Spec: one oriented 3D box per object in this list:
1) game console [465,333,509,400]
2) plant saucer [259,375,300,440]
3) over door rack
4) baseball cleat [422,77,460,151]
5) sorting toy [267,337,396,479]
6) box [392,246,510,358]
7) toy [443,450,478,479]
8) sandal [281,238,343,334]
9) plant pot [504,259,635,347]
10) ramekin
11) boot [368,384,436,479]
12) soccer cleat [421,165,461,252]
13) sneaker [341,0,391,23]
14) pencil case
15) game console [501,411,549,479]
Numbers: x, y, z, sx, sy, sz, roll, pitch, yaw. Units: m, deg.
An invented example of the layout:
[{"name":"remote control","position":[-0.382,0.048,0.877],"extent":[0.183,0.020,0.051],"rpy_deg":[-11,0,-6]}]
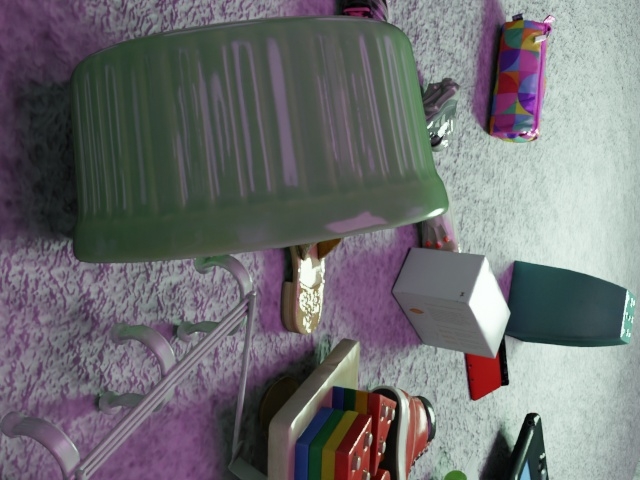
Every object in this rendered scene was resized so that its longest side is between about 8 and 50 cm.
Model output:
[{"name":"game console","position":[0.331,0.228,1.448],"extent":[0.124,0.085,0.144],"rpy_deg":[-86,166,-64]},{"name":"plant saucer","position":[-0.051,0.206,0.877],"extent":[0.083,0.015,0.083],"rpy_deg":[-12,105,-55]},{"name":"over door rack","position":[-0.154,0.196,0.662],"extent":[0.239,0.108,0.324],"rpy_deg":[-45,144,-43]},{"name":"baseball cleat","position":[0.163,-0.172,1.084],"extent":[0.206,0.072,0.109],"rpy_deg":[-39,133,-42]},{"name":"sorting toy","position":[0.025,0.286,0.867],"extent":[0.255,0.089,0.257],"rpy_deg":[-34,128,-66]},{"name":"box","position":[0.213,0.100,1.148],"extent":[0.091,0.130,0.170],"rpy_deg":[-63,141,-27]},{"name":"toy","position":[0.259,0.513,1.346],"extent":[0.137,0.056,0.237],"rpy_deg":[-52,142,-39]},{"name":"sandal","position":[0.004,-0.001,0.867],"extent":[0.088,0.079,0.240],"rpy_deg":[-10,103,-55]},{"name":"plant pot","position":[0.550,0.151,1.562],"extent":[0.166,0.234,0.165],"rpy_deg":[24,75,-55]},{"name":"ramekin","position":[-0.055,-0.080,0.586],"extent":[0.303,0.303,0.148],"rpy_deg":[-15,100,-54]},{"name":"boot","position":[0.120,0.354,1.095],"extent":[0.176,0.088,0.244],"rpy_deg":[32,65,-55]},{"name":"soccer cleat","position":[0.193,-0.031,1.157],"extent":[0.076,0.068,0.196],"rpy_deg":[-53,133,-42]},{"name":"sneaker","position":[0.047,-0.255,0.904],"extent":[0.075,0.063,0.170],"rpy_deg":[-32,126,-57]},{"name":"pencil case","position":[0.382,-0.305,1.362],"extent":[0.104,0.104,0.236],"rpy_deg":[5,92,-56]},{"name":"game console","position":[0.431,0.624,1.584],"extent":[0.386,0.060,0.342],"rpy_deg":[-55,145,-37]}]
